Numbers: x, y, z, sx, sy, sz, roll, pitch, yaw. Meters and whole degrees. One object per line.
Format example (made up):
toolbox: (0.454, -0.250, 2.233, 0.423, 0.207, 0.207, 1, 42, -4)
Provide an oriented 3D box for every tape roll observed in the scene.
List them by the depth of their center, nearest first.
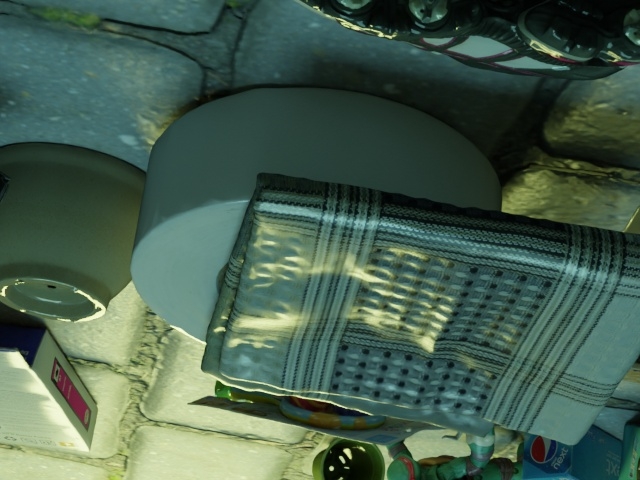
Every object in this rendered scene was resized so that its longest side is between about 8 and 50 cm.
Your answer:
tape roll: (0.000, 0.000, 1.273, 0.286, 0.100, 0.286, 5, 150, 3)

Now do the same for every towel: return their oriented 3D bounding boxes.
towel: (0.078, 0.068, 1.220, 0.312, 0.056, 0.324, 10, 151, -6)

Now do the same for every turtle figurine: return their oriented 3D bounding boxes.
turtle figurine: (0.138, 0.250, 1.832, 0.175, 0.118, 0.234, 2, 170, 45)

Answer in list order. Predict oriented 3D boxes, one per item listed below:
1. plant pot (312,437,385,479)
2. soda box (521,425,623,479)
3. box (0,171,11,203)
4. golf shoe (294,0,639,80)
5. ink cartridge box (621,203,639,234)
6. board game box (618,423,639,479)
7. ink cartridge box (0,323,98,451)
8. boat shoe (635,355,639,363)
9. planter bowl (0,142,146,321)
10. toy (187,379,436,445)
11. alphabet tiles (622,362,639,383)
plant pot: (0.026, 0.277, 1.989, 0.083, 0.083, 0.079, 16, 169, -17)
soda box: (0.314, 0.265, 1.858, 0.067, 0.071, 0.210, -13, 149, 40)
box: (-0.424, -0.066, 1.233, 0.307, 0.076, 0.242, 36, 146, -24)
golf shoe: (0.067, -0.143, 0.955, 0.273, 0.105, 0.120, 14, 163, -13)
ink cartridge box: (0.323, -0.036, 1.160, 0.198, 0.067, 0.115, 7, 157, -2)
board game box: (0.453, 0.242, 1.622, 0.254, 0.079, 0.336, 8, 176, 1)
ink cartridge box: (-0.372, 0.151, 1.830, 0.176, 0.069, 0.371, 6, 159, 7)
boat shoe: (0.254, 0.075, 1.467, 0.038, 0.046, 0.125, -5, 154, 34)
planter bowl: (-0.218, 0.003, 1.375, 0.162, 0.109, 0.162, 8, 157, 3)
toy: (-0.004, 0.161, 1.711, 0.237, 0.056, 0.137, 5, -173, 30)
alphabet tiles: (0.292, 0.125, 1.544, 0.237, 0.009, 0.198, 10, 174, -7)
